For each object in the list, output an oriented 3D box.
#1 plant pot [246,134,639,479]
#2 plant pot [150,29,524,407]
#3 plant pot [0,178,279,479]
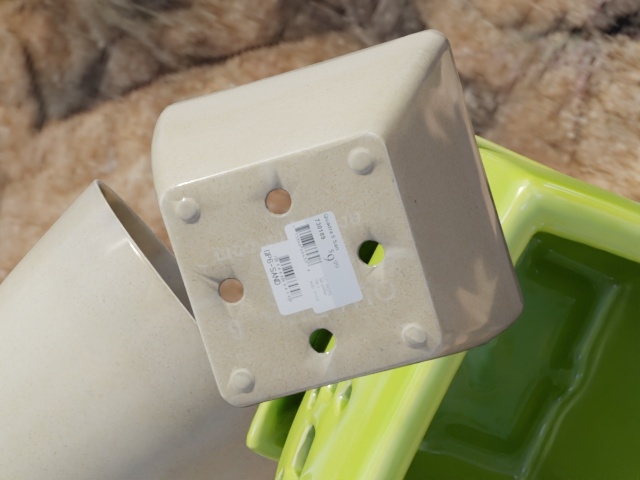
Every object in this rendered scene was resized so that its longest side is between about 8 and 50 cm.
[{"bbox_3d":[0.101,0.076,0.820,0.228,0.227,0.207,-64,22,11],"label":"plant pot"},{"bbox_3d":[0.000,0.000,0.565,0.109,0.096,0.109,-15,99,12],"label":"plant pot"},{"bbox_3d":[-0.185,0.139,1.225,0.274,0.256,0.256,-38,64,0],"label":"plant pot"}]
